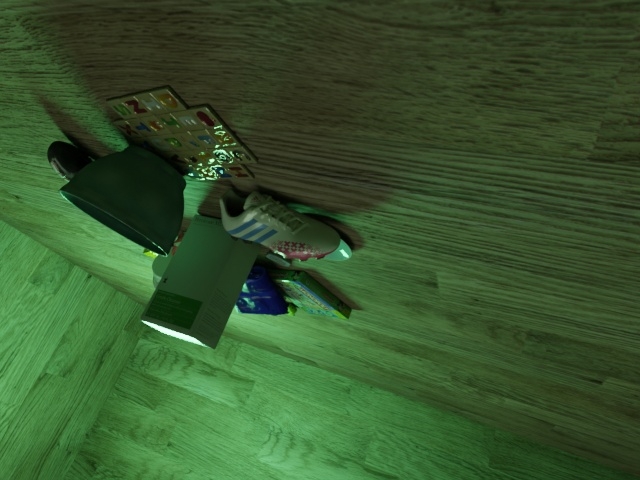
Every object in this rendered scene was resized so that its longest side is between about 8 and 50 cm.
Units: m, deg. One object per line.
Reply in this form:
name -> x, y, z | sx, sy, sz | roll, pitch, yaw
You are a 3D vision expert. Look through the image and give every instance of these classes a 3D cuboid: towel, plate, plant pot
towel -> -0.264, 0.194, 1.658 | 0.228, 0.076, 0.308 | 4, 148, 19
plate -> 0.000, 0.000, 1.220 | 0.188, 0.024, 0.188 | 18, 157, 8
plant pot -> -0.471, -0.118, 1.147 | 0.293, 0.196, 0.293 | 25, 162, 9

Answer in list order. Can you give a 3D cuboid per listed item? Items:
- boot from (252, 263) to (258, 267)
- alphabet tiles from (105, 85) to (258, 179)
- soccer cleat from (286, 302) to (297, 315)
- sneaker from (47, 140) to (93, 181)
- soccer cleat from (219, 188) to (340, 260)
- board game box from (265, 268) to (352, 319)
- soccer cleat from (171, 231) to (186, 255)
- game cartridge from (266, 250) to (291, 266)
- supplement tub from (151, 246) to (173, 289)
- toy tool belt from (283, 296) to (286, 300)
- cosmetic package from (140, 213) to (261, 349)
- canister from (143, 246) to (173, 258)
boot -> -0.342, 0.146, 1.772 | 0.264, 0.096, 0.280 | 24, 154, 19
alphabet tiles -> -0.315, -0.227, 1.020 | 0.343, 0.011, 0.285 | 5, 151, 36
soccer cleat -> -0.184, 0.307, 2.034 | 0.179, 0.060, 0.072 | -8, 134, 40
sneaker -> -0.632, -0.194, 1.304 | 0.163, 0.106, 0.281 | -2, 152, 17
soccer cleat -> -0.113, -0.045, 1.096 | 0.332, 0.116, 0.143 | 11, 133, 24
board game box -> -0.053, 0.204, 1.693 | 0.214, 0.046, 0.317 | 1, 149, 43
soccer cleat -> -0.415, 0.047, 1.608 | 0.248, 0.095, 0.083 | 18, 157, 12
game cartridge -> -0.139, 0.061, 1.493 | 0.083, 0.017, 0.056 | 27, 160, -12
supplement tub -> -0.533, 0.198, 1.787 | 0.229, 0.228, 0.316 | 14, 132, 19
toy tool belt -> -0.178, 0.251, 1.903 | 0.051, 0.052, 0.083 | 17, 158, -9
cosmetic package -> -0.354, 0.121, 1.368 | 0.197, 0.365, 0.155 | 10, 156, 22
canister -> -0.639, 0.061, 1.875 | 0.170, 0.073, 0.126 | 34, 154, -30
